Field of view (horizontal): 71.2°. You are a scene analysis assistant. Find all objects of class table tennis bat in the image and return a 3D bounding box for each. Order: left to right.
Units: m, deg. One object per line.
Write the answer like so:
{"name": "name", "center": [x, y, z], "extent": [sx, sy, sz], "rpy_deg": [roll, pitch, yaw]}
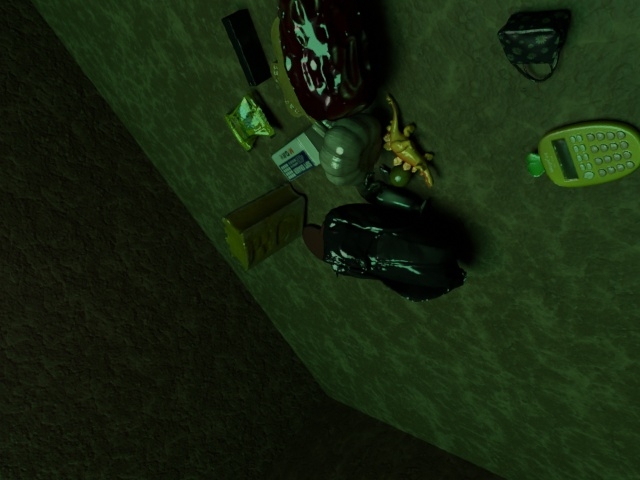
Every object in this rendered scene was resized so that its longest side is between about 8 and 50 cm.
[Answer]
{"name": "table tennis bat", "center": [0.000, 0.000, 1.985], "extent": [0.200, 0.038, 0.310], "rpy_deg": [42, 153, 10]}

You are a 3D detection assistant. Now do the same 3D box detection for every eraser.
{"name": "eraser", "center": [-0.066, -0.313, 1.613], "extent": [0.124, 0.081, 0.279], "rpy_deg": [53, 152, -12]}

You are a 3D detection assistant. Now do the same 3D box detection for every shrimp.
{"name": "shrimp", "center": [0.148, -0.232, 1.456], "extent": [0.169, 0.058, 0.296], "rpy_deg": [-9, 124, 49]}

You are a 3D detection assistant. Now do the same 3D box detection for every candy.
{"name": "candy", "center": [-0.283, -0.448, 1.741], "extent": [0.187, 0.081, 0.297], "rpy_deg": [56, 152, -13]}

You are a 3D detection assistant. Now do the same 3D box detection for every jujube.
{"name": "jujube", "center": [0.018, -0.469, 1.105], "extent": [0.258, 0.258, 0.376], "rpy_deg": [19, 146, 42]}

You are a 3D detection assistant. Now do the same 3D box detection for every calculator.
{"name": "calculator", "center": [0.556, -0.182, 0.957], "extent": [0.235, 0.032, 0.146], "rpy_deg": [-1, 126, 54]}

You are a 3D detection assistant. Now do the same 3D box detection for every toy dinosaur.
{"name": "toy dinosaur", "center": [0.233, -0.268, 1.268], "extent": [0.288, 0.070, 0.117], "rpy_deg": [56, 152, -8]}

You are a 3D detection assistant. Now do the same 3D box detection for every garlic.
{"name": "garlic", "center": [0.059, -0.278, 1.289], "extent": [0.212, 0.218, 0.218], "rpy_deg": [35, 151, 26]}

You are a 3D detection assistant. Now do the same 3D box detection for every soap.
{"name": "soap", "center": [-0.236, -0.058, 1.910], "extent": [0.156, 0.335, 0.293], "rpy_deg": [43, 150, 24]}

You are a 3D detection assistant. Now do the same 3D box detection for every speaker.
{"name": "speaker", "center": [-0.234, -0.618, 1.443], "extent": [0.044, 0.082, 0.218], "rpy_deg": [18, 140, 43]}

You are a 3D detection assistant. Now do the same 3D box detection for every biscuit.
{"name": "biscuit", "center": [-0.057, -0.514, 1.365], "extent": [0.275, 0.052, 0.354], "rpy_deg": [32, 150, 25]}

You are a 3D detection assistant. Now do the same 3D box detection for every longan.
{"name": "longan", "center": [0.250, -0.196, 1.343], "extent": [0.075, 0.083, 0.075], "rpy_deg": [-9, -90, -87]}

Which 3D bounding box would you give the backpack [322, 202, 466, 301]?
{"name": "backpack", "center": [0.239, 0.037, 1.406], "extent": [0.446, 0.363, 0.254], "rpy_deg": [17, 106, 28]}

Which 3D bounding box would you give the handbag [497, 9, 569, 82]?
{"name": "handbag", "center": [0.420, -0.371, 0.874], "extent": [0.115, 0.072, 0.139], "rpy_deg": [18, 154, 40]}

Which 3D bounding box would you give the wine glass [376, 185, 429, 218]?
{"name": "wine glass", "center": [0.256, -0.120, 1.398], "extent": [0.155, 0.072, 0.072], "rpy_deg": [19, 143, 24]}

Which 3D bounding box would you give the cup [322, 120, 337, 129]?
{"name": "cup", "center": [0.072, -0.359, 1.386], "extent": [0.099, 0.102, 0.074], "rpy_deg": [38, -170, 13]}
